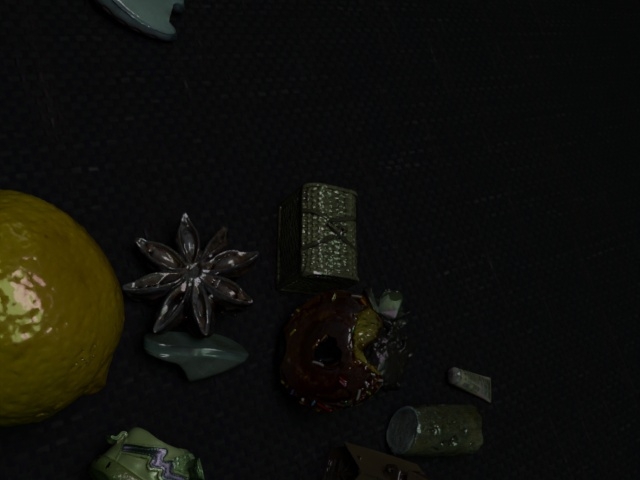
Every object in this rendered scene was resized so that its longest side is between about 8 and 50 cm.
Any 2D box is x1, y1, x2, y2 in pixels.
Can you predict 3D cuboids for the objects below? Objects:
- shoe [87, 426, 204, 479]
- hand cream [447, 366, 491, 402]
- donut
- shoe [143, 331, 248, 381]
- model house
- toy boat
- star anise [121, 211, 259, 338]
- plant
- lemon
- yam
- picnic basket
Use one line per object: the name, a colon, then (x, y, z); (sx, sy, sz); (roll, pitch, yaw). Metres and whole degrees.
shoe: (-0.238, 0.395, 1.043); (0.262, 0.140, 0.128); (33, 68, -11)
hand cream: (0.344, 0.324, 1.505); (0.143, 0.039, 0.061); (27, 53, -32)
donut: (0.026, 0.215, 1.245); (0.096, 0.216, 0.230); (34, 34, -53)
shoe: (-0.227, 0.209, 1.173); (0.195, 0.079, 0.078); (15, 100, -35)
model house: (0.130, 0.464, 1.184); (0.181, 0.248, 0.176); (24, 62, -22)
toy boat: (-0.376, -0.486, 1.331); (0.208, 0.079, 0.134); (23, 69, -36)
star anise: (-0.227, 0.075, 1.190); (0.236, 0.109, 0.223); (-33, 68, -24)
plant: (0.119, 0.202, 1.338); (0.143, 0.131, 0.203); (26, 61, -37)
lemon: (-0.443, 0.093, 0.924); (0.336, 0.336, 0.335); (11, 67, -29)
yam: (0.236, 0.393, 1.366); (0.194, 0.107, 0.107); (7, 69, -29)
picnic basket: (0.000, 0.000, 1.329); (0.134, 0.154, 0.196); (12, 66, -29)
